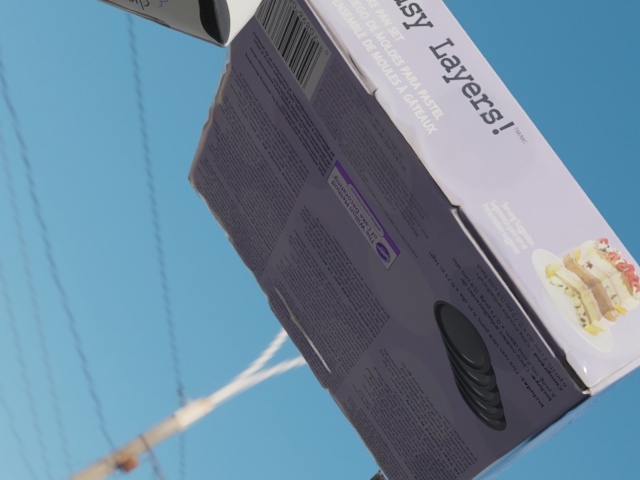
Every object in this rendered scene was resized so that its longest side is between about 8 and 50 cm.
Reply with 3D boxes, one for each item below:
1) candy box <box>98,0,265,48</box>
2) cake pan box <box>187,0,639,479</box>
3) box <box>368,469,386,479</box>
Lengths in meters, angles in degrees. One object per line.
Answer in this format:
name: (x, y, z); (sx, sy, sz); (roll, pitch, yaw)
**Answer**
candy box: (-0.020, -0.176, 0.330); (0.070, 0.165, 0.196); (23, -32, 22)
cake pan box: (0.033, -0.004, 0.687); (0.267, 0.070, 0.245); (55, -27, 15)
box: (0.023, 0.269, 1.133); (0.073, 0.293, 0.295); (47, -71, 13)
